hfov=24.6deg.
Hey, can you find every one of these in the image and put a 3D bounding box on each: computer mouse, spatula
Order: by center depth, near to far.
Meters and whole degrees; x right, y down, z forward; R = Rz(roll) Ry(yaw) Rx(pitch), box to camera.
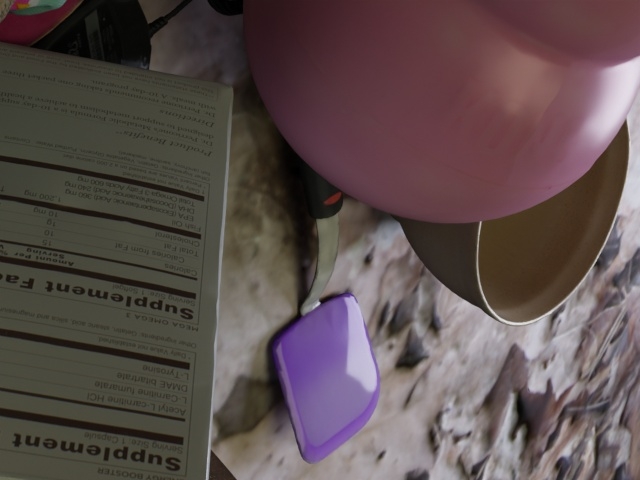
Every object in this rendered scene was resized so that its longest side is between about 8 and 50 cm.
[{"bbox_3d":[-0.087,-0.118,0.731,0.242,0.041,0.071,-43,146,-37],"label":"computer mouse"},{"bbox_3d":[0.000,0.000,0.896,0.084,0.030,0.296,-32,131,-38],"label":"spatula"}]

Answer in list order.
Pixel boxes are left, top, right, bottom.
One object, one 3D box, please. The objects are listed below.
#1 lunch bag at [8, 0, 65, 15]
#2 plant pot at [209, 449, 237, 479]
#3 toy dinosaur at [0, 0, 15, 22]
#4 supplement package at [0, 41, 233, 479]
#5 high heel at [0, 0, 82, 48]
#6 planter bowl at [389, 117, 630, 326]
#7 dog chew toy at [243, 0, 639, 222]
[{"bbox_3d":[-0.188,-0.210,0.456,0.223,0.160,0.262,2,98,-42],"label":"lunch bag"},{"bbox_3d":[-0.111,0.163,0.687,0.215,0.230,0.215,-27,129,-39],"label":"plant pot"},{"bbox_3d":[-0.113,-0.182,0.348,0.200,0.127,0.295,-47,125,-12],"label":"toy dinosaur"},{"bbox_3d":[-0.114,0.046,0.572,0.134,0.244,0.139,10,126,-8],"label":"supplement package"},{"bbox_3d":[-0.118,-0.182,0.589,0.244,0.082,0.117,-52,147,17],"label":"high heel"},{"bbox_3d":[0.108,-0.039,0.940,0.162,0.109,0.162,-26,127,-40],"label":"planter bowl"},{"bbox_3d":[0.106,-0.154,0.683,0.207,0.206,0.332,-17,159,-45],"label":"dog chew toy"}]
